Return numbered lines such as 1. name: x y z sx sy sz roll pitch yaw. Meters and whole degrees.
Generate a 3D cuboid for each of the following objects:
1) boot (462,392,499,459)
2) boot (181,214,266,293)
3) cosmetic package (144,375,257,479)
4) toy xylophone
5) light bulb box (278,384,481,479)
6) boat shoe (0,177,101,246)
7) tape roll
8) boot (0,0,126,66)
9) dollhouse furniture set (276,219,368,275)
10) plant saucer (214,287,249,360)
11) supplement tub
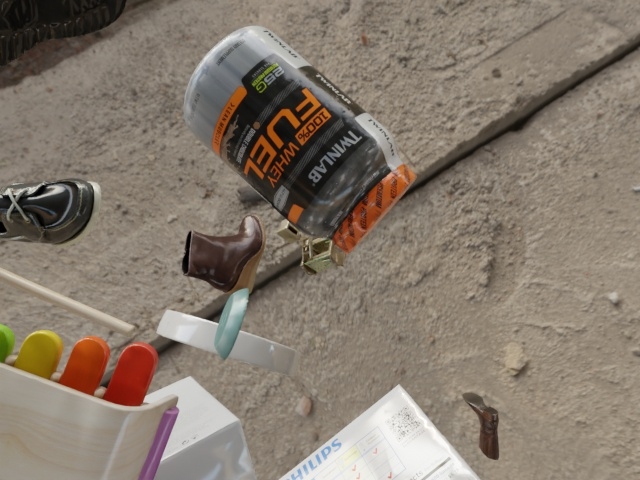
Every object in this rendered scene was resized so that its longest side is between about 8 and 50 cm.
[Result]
1. boot: 0.345 0.401 0.975 0.037 0.106 0.114 -11 104 -15
2. boot: -0.248 0.009 1.178 0.090 0.206 0.249 -18 57 37
3. cosmetic package: -0.191 0.357 0.671 0.138 0.224 0.224 -19 101 -32
4. toy xylophone: -0.304 0.151 0.472 0.322 0.081 0.236 29 91 -2
5. light bulb box: 0.153 0.554 0.877 0.357 0.225 0.361 -36 29 -5
6. boat shoe: -0.369 -0.035 0.575 0.233 0.079 0.084 -4 82 29
7. tape roll: -0.244 0.283 1.236 0.391 0.392 0.072 15 74 10
8. boot: -0.248 -0.177 0.289 0.137 0.077 0.198 31 35 7
9. dollhouse furniture set: 0.000 0.000 1.162 0.181 0.161 0.101 -23 44 41
10. plant saucer: -0.146 0.130 0.724 0.021 0.119 0.119 20 67 -17
11. supplement tub: -0.029 -0.149 0.708 0.338 0.207 0.207 41 75 6
